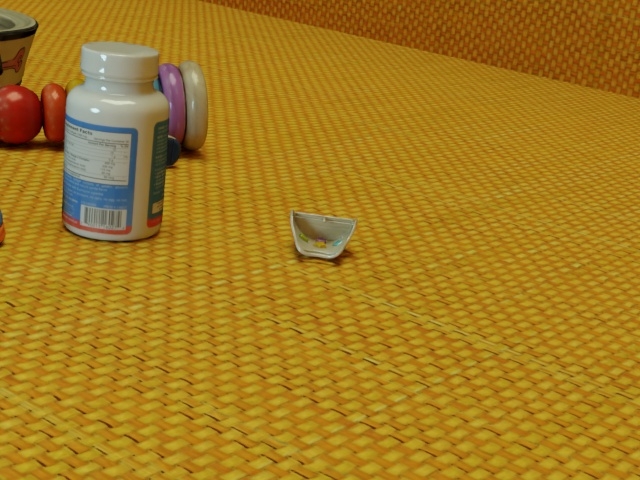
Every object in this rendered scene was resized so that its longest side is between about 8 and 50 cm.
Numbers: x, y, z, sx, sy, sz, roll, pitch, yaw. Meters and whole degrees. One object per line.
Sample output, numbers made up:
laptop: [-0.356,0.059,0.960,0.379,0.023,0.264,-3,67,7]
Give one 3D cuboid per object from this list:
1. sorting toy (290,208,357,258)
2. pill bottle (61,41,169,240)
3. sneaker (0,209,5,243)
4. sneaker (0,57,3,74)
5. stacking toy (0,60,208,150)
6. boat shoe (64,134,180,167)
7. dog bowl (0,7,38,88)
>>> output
sorting toy: [0.000,0.000,1.398,0.083,0.045,0.075,8,25,1]
pill bottle: [-0.245,-0.121,1.378,0.124,0.222,0.124,7,17,-2]
sneaker: [-0.457,-0.036,1.256,0.221,0.087,0.083,-6,21,-35]
sneaker: [-0.523,-0.230,1.669,0.097,0.276,0.135,-28,-31,28]
stacking toy: [-0.345,-0.202,1.761,0.330,0.141,0.141,-4,20,-17]
boat shoe: [-0.297,-0.134,1.673,0.183,0.066,0.066,5,10,-41]
dog bowl: [-0.684,-0.309,1.917,0.407,0.150,0.408,6,17,-2]
